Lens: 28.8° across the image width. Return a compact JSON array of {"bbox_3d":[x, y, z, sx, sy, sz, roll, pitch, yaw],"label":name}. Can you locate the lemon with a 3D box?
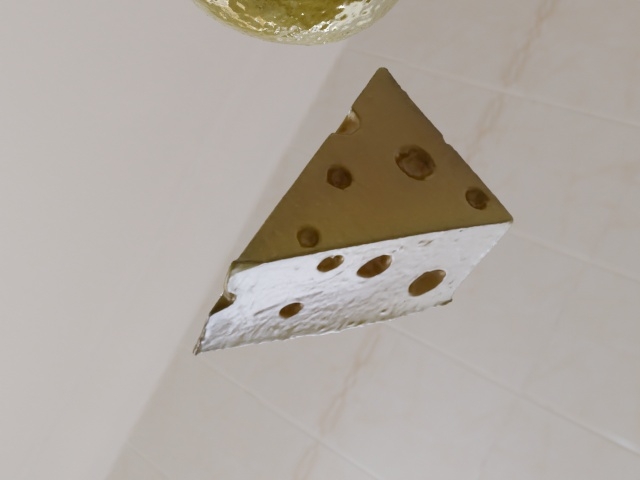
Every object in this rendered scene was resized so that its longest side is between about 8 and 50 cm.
[{"bbox_3d":[-0.018,-0.226,0.874,0.193,0.180,0.181,-24,-60,-21],"label":"lemon"}]

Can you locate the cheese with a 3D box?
[{"bbox_3d":[0.000,0.000,0.700,0.171,0.126,0.093,-30,-17,-35],"label":"cheese"}]
